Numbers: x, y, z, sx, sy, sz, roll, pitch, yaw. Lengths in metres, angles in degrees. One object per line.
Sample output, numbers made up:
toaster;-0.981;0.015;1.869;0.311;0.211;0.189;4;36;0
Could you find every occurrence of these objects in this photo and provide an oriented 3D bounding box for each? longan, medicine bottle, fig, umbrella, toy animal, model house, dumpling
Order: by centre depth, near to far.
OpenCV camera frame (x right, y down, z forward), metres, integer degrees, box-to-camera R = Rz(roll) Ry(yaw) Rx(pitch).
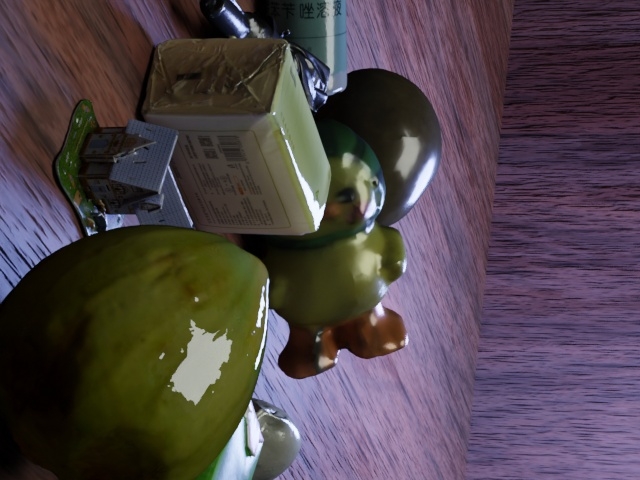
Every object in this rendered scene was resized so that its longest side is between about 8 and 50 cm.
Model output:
fig;-0.159;0.099;1.390;0.271;0.239;0.239;-35;138;-19
model house;-0.190;-0.056;1.579;0.167;0.088;0.117;74;22;-46
umbrella;-0.076;-0.231;1.933;0.340;0.118;0.118;43;50;-70
dumpling;-0.089;0.261;1.941;0.127;0.108;0.188;-58;170;-14
toy animal;-0.001;-0.002;2.085;0.191;0.216;0.338;-120;-163;-64
medicine bottle;-0.020;-0.374;2.100;0.110;0.110;0.351;-47;138;-67
longan;0.080;-0.135;2.300;0.246;0.215;0.246;-19;114;-49

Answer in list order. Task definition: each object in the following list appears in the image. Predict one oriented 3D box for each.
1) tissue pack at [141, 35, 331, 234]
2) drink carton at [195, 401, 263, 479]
tissue pack;-0.093;-0.118;1.790;0.234;0.159;0.125;68;27;-53
drink carton;-0.164;0.261;1.545;0.271;0.161;0.108;-73;157;-45
